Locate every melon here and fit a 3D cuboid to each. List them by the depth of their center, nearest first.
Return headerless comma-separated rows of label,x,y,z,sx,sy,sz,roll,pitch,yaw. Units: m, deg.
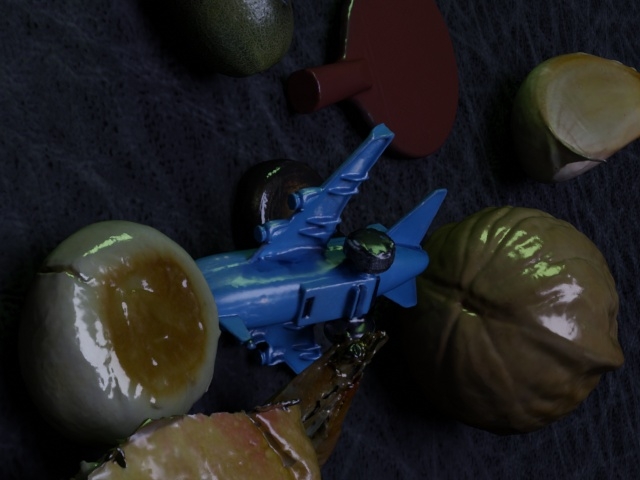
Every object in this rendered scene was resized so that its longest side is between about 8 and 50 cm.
melon,-0.083,-0.207,1.024,0.162,0.099,0.099,60,39,-20

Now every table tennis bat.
table tennis bat,0.064,-0.173,1.272,0.310,0.038,0.200,-26,102,-55

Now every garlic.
garlic,0.304,-0.137,1.496,0.245,0.164,0.145,-34,126,-47

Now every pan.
pan,0.003,0.000,1.138,0.212,0.040,0.115,26,65,-48

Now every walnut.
walnut,0.186,0.079,1.230,0.261,0.225,0.225,19,66,-57

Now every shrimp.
shrimp,-0.011,0.136,0.997,0.091,0.184,0.043,25,18,-36

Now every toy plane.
toy plane,-0.010,0.033,1.026,0.271,0.105,0.254,-17,132,-40

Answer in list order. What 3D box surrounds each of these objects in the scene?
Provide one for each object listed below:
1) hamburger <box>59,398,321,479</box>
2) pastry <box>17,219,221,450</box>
hamburger,-0.116,0.211,0.786,0.282,0.155,0.245,15,54,-36
pastry,-0.141,0.064,0.873,0.156,0.092,0.156,27,57,-51
